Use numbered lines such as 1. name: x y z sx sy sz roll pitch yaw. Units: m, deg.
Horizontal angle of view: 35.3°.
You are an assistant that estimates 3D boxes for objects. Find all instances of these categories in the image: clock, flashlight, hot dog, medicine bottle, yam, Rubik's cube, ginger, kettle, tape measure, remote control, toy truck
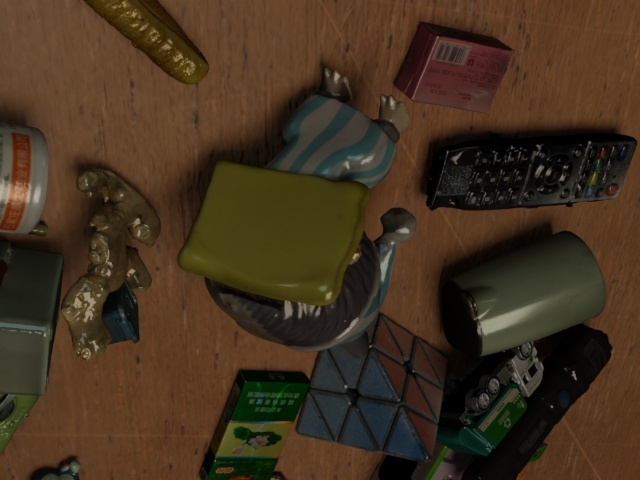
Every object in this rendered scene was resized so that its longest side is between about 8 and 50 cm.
1. clock: 0.283 0.459 1.970 0.310 0.166 0.235 16 113 -27
2. flashlight: 0.403 0.321 1.873 0.424 0.103 0.103 -44 136 -29
3. hot dog: -0.239 -0.288 1.232 0.061 0.088 0.286 -40 128 9
4. medicine bottle: -0.467 -0.085 1.210 0.252 0.144 0.144 4 119 -29
5. yam: -0.424 -0.023 1.353 0.116 0.021 0.021 11 115 -33
6. Rubik's cube: 0.102 0.248 1.742 0.228 0.229 0.233 97 12 -72
7. ginger: -0.280 0.035 1.375 0.149 0.065 0.258 8 83 -48
8. kettle: 0.344 0.113 1.779 0.255 0.165 0.240 -21 157 -13
9. tape measure: -0.486 0.226 1.447 0.154 0.087 0.177 28 103 -38
10. remote control: 0.349 -0.114 1.678 0.399 0.062 0.144 -5 124 -27
11. toy truck: 0.299 0.278 1.812 0.253 0.114 0.124 -39 110 -32

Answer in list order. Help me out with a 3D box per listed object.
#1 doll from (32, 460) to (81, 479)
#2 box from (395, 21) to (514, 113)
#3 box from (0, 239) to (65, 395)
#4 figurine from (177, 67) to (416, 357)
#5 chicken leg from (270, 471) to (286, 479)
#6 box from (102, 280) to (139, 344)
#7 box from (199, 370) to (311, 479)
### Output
1. doll: -0.422 0.401 1.618 0.083 0.076 0.050 -12 168 -27
2. box: 0.201 -0.256 1.504 0.156 0.060 0.111 7 117 -28
3. box: -0.410 0.103 1.316 0.129 0.210 0.148 7 120 -12
4. figurine: 0.000 0.000 1.511 0.361 0.266 0.377 -55 157 -13
5. chicken leg: -0.086 0.445 1.854 0.083 0.021 0.036 1 111 -33
6. box: -0.300 0.102 1.459 0.054 0.099 0.074 -15 129 0
7. box: -0.115 0.329 1.750 0.132 0.034 0.235 7 118 -32
